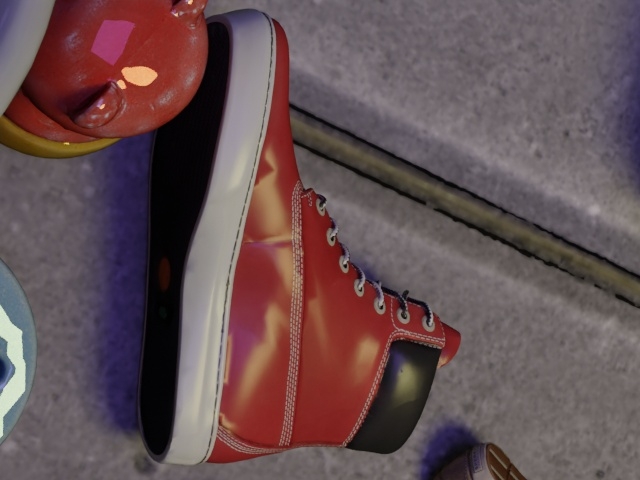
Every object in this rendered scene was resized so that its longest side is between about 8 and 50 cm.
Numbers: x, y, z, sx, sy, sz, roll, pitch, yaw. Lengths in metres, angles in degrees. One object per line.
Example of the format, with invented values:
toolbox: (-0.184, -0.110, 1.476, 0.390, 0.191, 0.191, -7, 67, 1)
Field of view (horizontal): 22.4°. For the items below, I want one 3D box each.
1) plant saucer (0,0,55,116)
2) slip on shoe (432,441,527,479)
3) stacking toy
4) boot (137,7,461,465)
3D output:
plant saucer: (-0.293, -0.164, 0.615, 0.400, 0.100, 0.400, 16, 62, -34)
slip on shoe: (0.119, 0.176, 0.972, 0.041, 0.051, 0.135, -30, 122, 23)
stacking toy: (-0.212, -0.049, 0.741, 0.279, 0.130, 0.309, 31, 82, -28)
boot: (0.000, 0.000, 0.877, 0.176, 0.088, 0.244, 1, 103, -25)
